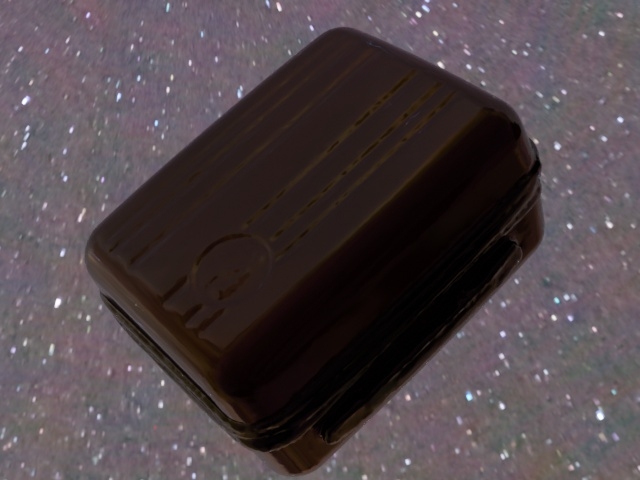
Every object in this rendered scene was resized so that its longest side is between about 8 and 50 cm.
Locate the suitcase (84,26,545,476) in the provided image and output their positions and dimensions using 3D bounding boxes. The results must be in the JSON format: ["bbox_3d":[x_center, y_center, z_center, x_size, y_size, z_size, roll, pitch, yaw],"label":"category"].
[{"bbox_3d":[0.000,0.000,0.735,0.297,0.236,0.161,-42,-42,-13],"label":"suitcase"}]
